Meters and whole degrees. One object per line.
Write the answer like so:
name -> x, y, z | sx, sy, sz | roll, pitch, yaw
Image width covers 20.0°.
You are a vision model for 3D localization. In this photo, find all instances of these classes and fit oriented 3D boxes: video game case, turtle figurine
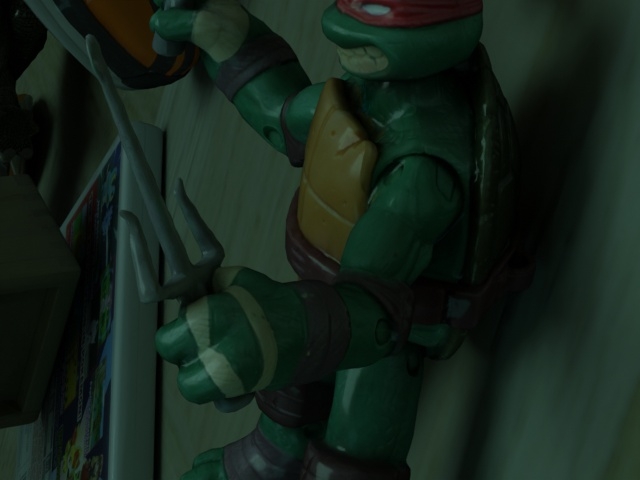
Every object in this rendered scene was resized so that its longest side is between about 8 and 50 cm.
video game case -> -0.117, 0.070, 0.899 | 0.183, 0.023, 0.201 | 132, 143, -55
turtle figurine -> 0.000, 0.000, 0.501 | 0.175, 0.118, 0.234 | -89, 2, -62

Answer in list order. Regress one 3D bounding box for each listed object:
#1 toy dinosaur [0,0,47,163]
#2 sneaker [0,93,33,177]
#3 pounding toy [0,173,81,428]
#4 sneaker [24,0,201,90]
toy dinosaur -> -0.203, -0.102, 1.032 | 0.160, 0.121, 0.313 | 148, 133, -65
sneaker -> -0.243, -0.048, 1.190 | 0.215, 0.083, 0.084 | 153, 125, -63
pounding toy -> -0.186, 0.031, 0.902 | 0.100, 0.141, 0.130 | 56, 139, 35
sneaker -> -0.069, -0.229, 0.764 | 0.124, 0.180, 0.321 | -47, -58, -64
